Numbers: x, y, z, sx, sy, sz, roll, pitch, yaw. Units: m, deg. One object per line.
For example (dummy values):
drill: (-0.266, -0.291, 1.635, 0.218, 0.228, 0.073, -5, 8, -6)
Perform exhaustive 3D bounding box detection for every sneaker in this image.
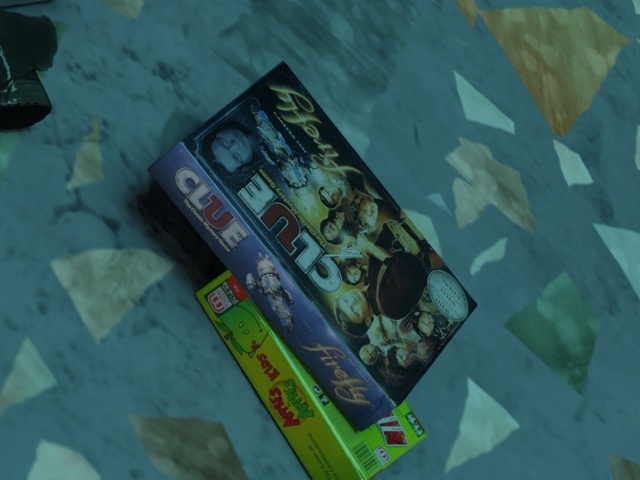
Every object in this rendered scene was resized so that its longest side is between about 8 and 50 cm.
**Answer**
sneaker: (-0.243, -0.124, 1.199, 0.170, 0.051, 0.089, 3, 60, -51)

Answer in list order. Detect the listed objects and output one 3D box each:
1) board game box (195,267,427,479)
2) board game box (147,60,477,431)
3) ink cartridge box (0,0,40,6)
board game box: (-0.006, 0.092, 1.290, 0.181, 0.043, 0.092, 57, 37, 3)
board game box: (0.000, 0.000, 1.293, 0.243, 0.042, 0.165, 51, 37, -5)
ink cartridge box: (-0.271, -0.284, 1.243, 0.172, 0.100, 0.237, -19, 77, -50)
